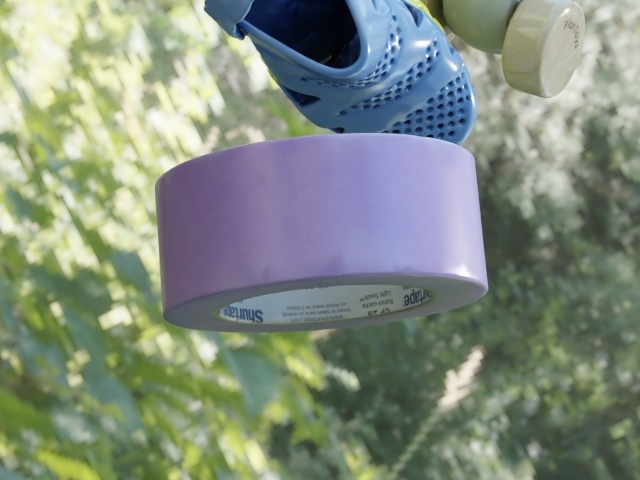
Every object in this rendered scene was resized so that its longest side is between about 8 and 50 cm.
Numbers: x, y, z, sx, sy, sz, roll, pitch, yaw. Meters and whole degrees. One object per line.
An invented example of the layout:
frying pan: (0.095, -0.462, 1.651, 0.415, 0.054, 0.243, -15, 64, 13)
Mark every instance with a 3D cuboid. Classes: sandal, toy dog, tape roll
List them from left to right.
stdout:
tape roll: (0.000, 0.000, 1.004, 0.189, 0.189, 0.080, 104, -19, -79)
sandal: (0.003, -0.147, 1.228, 0.317, 0.126, 0.138, 36, 14, -35)
toy dog: (0.191, -0.265, 1.454, 0.334, 0.220, 0.161, -66, 161, -48)
